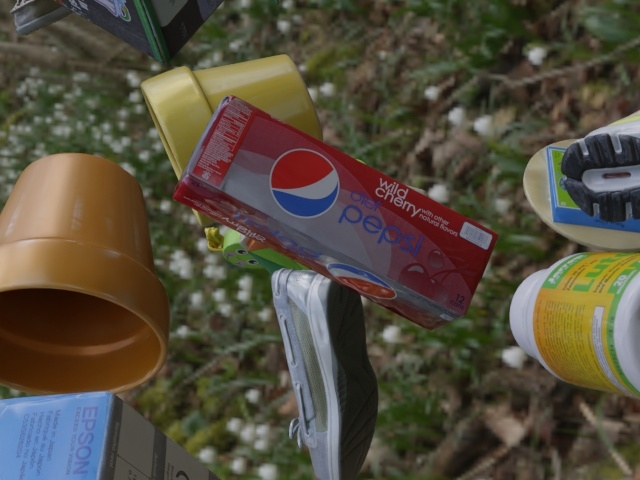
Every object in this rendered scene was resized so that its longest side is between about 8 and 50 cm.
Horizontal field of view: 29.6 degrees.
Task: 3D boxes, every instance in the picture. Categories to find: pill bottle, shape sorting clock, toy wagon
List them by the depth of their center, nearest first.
[{"bbox_3d":[0.285,0.080,1.175,0.246,0.136,0.136,-179,96,-71],"label":"pill bottle"},{"bbox_3d":[0.366,-0.060,1.576,0.206,0.206,0.040,-83,1,-48],"label":"shape sorting clock"},{"bbox_3d":[0.000,0.000,1.653,0.267,0.344,0.068,47,-140,-52],"label":"toy wagon"}]

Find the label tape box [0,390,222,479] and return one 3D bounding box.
[{"bbox_3d":[-0.137,0.291,0.928,0.333,0.106,0.240,54,-147,-52],"label":"label tape box"}]

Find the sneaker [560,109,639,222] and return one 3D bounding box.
[{"bbox_3d":[0.258,-0.064,0.753,0.094,0.209,0.081,-34,-65,-41],"label":"sneaker"}]

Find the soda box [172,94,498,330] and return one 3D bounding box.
[{"bbox_3d":[0.011,-0.021,1.036,0.083,0.263,0.092,-64,8,-17],"label":"soda box"}]

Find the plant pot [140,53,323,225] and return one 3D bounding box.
[{"bbox_3d":[-0.134,-0.182,1.962,0.254,0.239,0.254,157,90,-82],"label":"plant pot"}]

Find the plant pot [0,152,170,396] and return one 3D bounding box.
[{"bbox_3d":[-0.245,0.025,1.188,0.205,0.205,0.188,95,177,-53],"label":"plant pot"}]

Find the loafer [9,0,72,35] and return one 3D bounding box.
[{"bbox_3d":[-0.340,-0.354,1.542,0.087,0.094,0.251,52,-145,-32],"label":"loafer"}]

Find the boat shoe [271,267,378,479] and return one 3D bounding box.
[{"bbox_3d":[0.003,0.183,1.591,0.118,0.103,0.320,-43,-48,-49],"label":"boat shoe"}]

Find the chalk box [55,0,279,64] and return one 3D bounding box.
[{"bbox_3d":[-0.139,-0.274,0.903,0.179,0.289,0.180,-53,-21,-18],"label":"chalk box"}]
